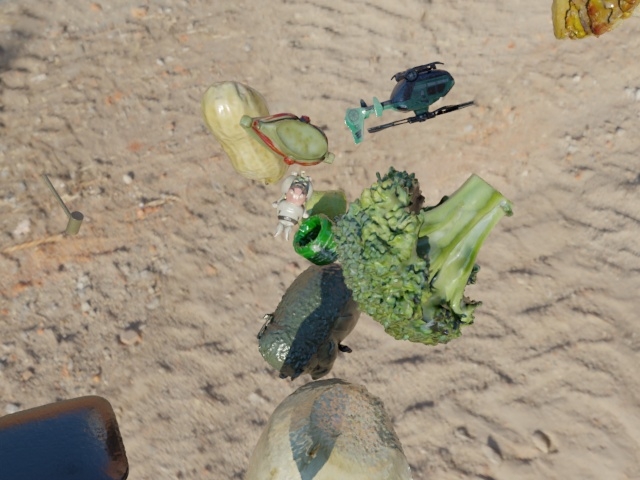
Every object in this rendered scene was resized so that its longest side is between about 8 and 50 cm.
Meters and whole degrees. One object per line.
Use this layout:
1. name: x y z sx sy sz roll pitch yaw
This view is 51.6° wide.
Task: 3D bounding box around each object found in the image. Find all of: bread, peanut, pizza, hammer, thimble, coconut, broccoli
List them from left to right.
1. hammer: -0.395 -0.060 1.008 0.019 0.035 0.110 -18 63 -45
2. peanut: -0.145 -0.213 1.329 0.130 0.290 0.130 -9 55 13
3. thimble: 0.000 0.000 1.586 0.118 0.090 0.130 -51 27 8
4. bread: 0.008 -0.072 1.721 0.114 0.129 0.111 10 21 -15
5. coconut: 0.017 0.518 1.439 0.344 0.415 0.416 6 51 -13
6. broccoli: 0.132 0.014 0.950 0.235 0.260 0.288 16 12 6
7. pizza: 0.319 -0.290 0.711 0.058 0.246 0.127 -40 100 -15

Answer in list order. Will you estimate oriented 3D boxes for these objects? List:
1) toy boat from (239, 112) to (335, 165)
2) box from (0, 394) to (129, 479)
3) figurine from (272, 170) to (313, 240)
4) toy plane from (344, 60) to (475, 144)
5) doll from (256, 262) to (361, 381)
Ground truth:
1. toy boat: -0.045 -0.169 1.116 0.185 0.071 0.089 21 87 -26
2. box: -0.409 0.333 1.030 0.201 0.042 0.212 -6 34 -31
3. figurine: -0.068 -0.084 1.442 0.081 0.098 0.146 7 48 13
4. toy plane: 0.235 -0.387 1.813 0.381 0.155 0.106 -19 11 -17
5. doll: -0.014 0.223 1.781 0.247 0.247 0.349 29 52 23
